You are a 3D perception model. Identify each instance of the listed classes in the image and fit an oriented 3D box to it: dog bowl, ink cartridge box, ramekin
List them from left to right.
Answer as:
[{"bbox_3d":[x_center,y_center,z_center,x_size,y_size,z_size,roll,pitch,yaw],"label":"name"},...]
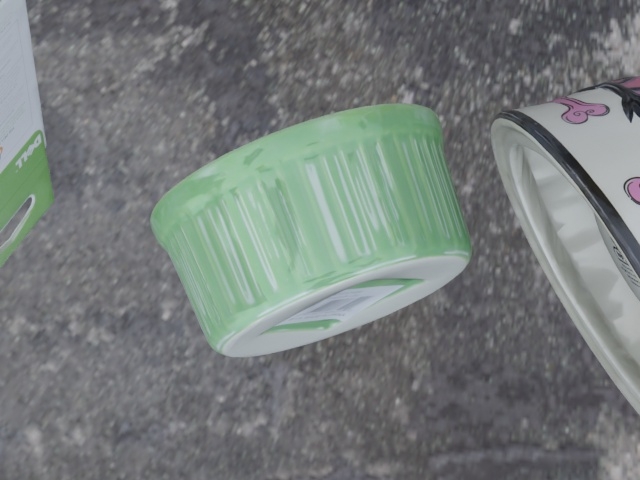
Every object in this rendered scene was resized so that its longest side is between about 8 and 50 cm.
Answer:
[{"bbox_3d":[-0.233,-0.068,0.905,0.062,0.109,0.209,21,143,13],"label":"ink cartridge box"},{"bbox_3d":[0.000,0.000,1.381,0.303,0.303,0.148,-26,76,23],"label":"ramekin"},{"bbox_3d":[0.336,0.017,1.406,0.150,0.408,0.408,-30,109,-2],"label":"dog bowl"}]
